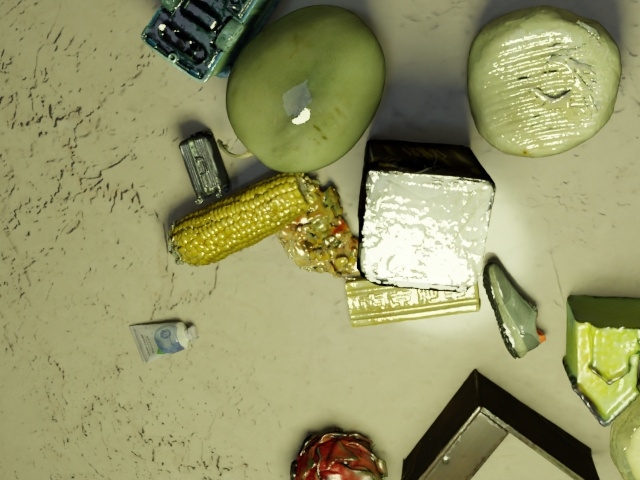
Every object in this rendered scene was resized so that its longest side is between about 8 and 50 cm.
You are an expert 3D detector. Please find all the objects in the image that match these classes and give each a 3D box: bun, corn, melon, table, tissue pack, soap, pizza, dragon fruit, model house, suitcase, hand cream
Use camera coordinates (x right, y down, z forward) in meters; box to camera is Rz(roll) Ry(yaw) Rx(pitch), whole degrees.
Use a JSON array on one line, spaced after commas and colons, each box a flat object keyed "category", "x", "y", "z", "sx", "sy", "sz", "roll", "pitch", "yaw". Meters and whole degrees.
[{"category": "bun", "x": 0.650, "y": 0.358, "z": 1.780, "sx": 0.259, "sy": 0.152, "sz": 0.260, "roll": -1, "pitch": 104, "yaw": -5}, {"category": "corn", "x": -0.148, "y": -0.037, "z": 1.800, "sx": 0.317, "sy": 0.115, "sz": 0.115, "roll": -22, "pitch": 99, "yaw": 26}, {"category": "melon", "x": -0.029, "y": -0.259, "z": 1.683, "sx": 0.271, "sy": 0.272, "sz": 0.308, "roll": 20, "pitch": 99, "yaw": 3}, {"category": "table", "x": 0.332, "y": 0.441, "z": 1.819, "sx": 0.282, "sy": 0.196, "sz": 0.251, "roll": 36, "pitch": 104, "yaw": -2}, {"category": "tissue pack", "x": 0.167, "y": -0.053, "z": 1.646, "sx": 0.209, "sy": 0.370, "sz": 0.198, "roll": 2, "pitch": 104, "yaw": 1}, {"category": "soap", "x": 0.176, "y": 0.103, "z": 1.845, "sx": 0.251, "sy": 0.037, "sz": 0.092, "roll": -8, "pitch": 102, "yaw": 9}, {"category": "pizza", "x": 0.000, "y": 0.000, "z": 1.830, "sx": 0.147, "sy": 0.069, "sz": 0.226, "roll": -29, "pitch": 97, "yaw": 11}, {"category": "bun", "x": 0.382, "y": -0.275, "z": 1.670, "sx": 0.272, "sy": 0.168, "sz": 0.273, "roll": 5, "pitch": 115, "yaw": 11}, {"category": "dragon fruit", "x": 0.035, "y": 0.451, "z": 1.876, "sx": 0.188, "sy": 0.182, "sz": 0.182, "roll": -18, "pitch": 100, "yaw": 0}, {"category": "model house", "x": 0.525, "y": 0.223, "z": 1.744, "sx": 0.170, "sy": 0.194, "sz": 0.212, "roll": 2, "pitch": 102, "yaw": 5}, {"category": "suitcase", "x": -0.217, "y": -0.139, "z": 1.817, "sx": 0.059, "sy": 0.086, "sz": 0.126, "roll": -17, "pitch": 100, "yaw": 10}, {"category": "hand cream", "x": -0.308, "y": 0.196, "z": 1.928, "sx": 0.142, "sy": 0.053, "sz": 0.084, "roll": -14, "pitch": 101, "yaw": 21}]

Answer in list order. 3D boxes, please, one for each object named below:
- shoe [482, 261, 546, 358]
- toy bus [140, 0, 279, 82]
[{"category": "shoe", "x": 0.360, "y": 0.123, "z": 1.812, "sx": 0.077, "sy": 0.074, "sz": 0.195, "roll": -21, "pitch": 102, "yaw": 0}, {"category": "toy bus", "x": -0.158, "y": -0.438, "z": 1.688, "sx": 0.152, "sy": 0.190, "sz": 0.312, "roll": 36, "pitch": 104, "yaw": -2}]
